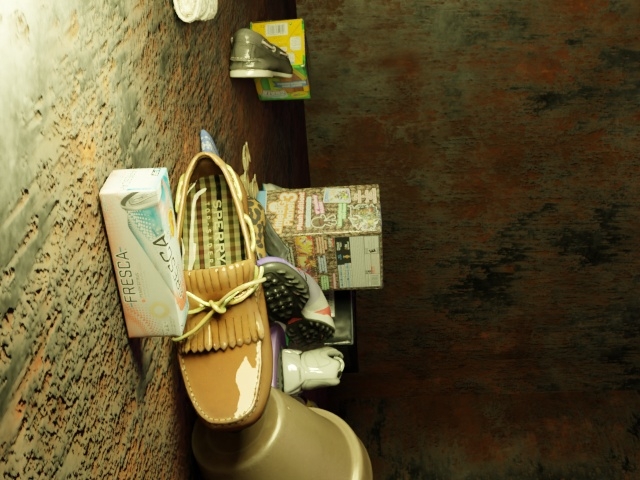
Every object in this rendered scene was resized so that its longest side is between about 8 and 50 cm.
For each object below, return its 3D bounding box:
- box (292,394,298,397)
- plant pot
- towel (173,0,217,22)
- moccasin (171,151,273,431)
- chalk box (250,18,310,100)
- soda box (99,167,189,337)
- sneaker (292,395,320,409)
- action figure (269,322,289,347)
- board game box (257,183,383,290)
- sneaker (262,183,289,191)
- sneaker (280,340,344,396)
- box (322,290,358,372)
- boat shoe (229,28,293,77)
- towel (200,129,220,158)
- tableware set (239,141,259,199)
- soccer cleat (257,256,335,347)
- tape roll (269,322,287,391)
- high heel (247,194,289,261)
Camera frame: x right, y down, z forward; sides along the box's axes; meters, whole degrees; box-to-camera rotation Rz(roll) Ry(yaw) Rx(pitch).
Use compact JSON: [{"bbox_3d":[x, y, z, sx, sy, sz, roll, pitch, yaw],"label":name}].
[{"bbox_3d":[-0.083,0.363,2.200,0.186,0.038,0.145,135,-53,-84],"label":"box"},{"bbox_3d":[-0.080,0.333,1.306,0.263,0.263,0.229,-89,156,-43],"label":"plant pot"},{"bbox_3d":[-0.190,-0.470,1.295,0.187,0.049,0.282,-76,164,-75],"label":"towel"},{"bbox_3d":[-0.132,0.060,1.150,0.147,0.139,0.380,77,11,-66],"label":"moccasin"},{"bbox_3d":[-0.093,-0.426,2.128,0.213,0.132,0.132,74,14,-70],"label":"chalk box"},{"bbox_3d":[-0.186,0.016,0.933,0.058,0.063,0.183,-87,174,-60],"label":"soda box"},{"bbox_3d":[-0.074,0.514,1.882,0.147,0.145,0.384,62,26,-42],"label":"sneaker"},{"bbox_3d":[-0.097,0.196,2.196,0.232,0.064,0.137,-65,150,-74],"label":"action figure"},{"bbox_3d":[0.000,0.000,2.054,0.232,0.291,0.141,84,4,-53],"label":"board game box"},{"bbox_3d":[-0.096,-0.100,2.184,0.229,0.092,0.087,-33,122,-84],"label":"sneaker"},{"bbox_3d":[-0.011,0.248,1.732,0.292,0.118,0.110,-62,148,-86],"label":"sneaker"},{"bbox_3d":[-0.004,0.205,2.500,0.395,0.212,0.293,76,12,-69],"label":"box"},{"bbox_3d":[-0.121,-0.392,1.841,0.335,0.112,0.095,-58,150,-77],"label":"boat shoe"},{"bbox_3d":[-0.160,0.023,1.418,0.243,0.040,0.336,78,3,-59],"label":"towel"},{"bbox_3d":[-0.153,-0.116,1.863,0.168,0.020,0.141,-89,175,-48],"label":"tableware set"},{"bbox_3d":[-0.060,0.089,1.554,0.318,0.109,0.116,53,18,-58],"label":"soccer cleat"},{"bbox_3d":[-0.115,0.295,1.667,0.275,0.090,0.274,-3,90,-85],"label":"tape roll"},{"bbox_3d":[-0.151,0.045,1.614,0.186,0.093,0.261,55,38,-35],"label":"high heel"}]
